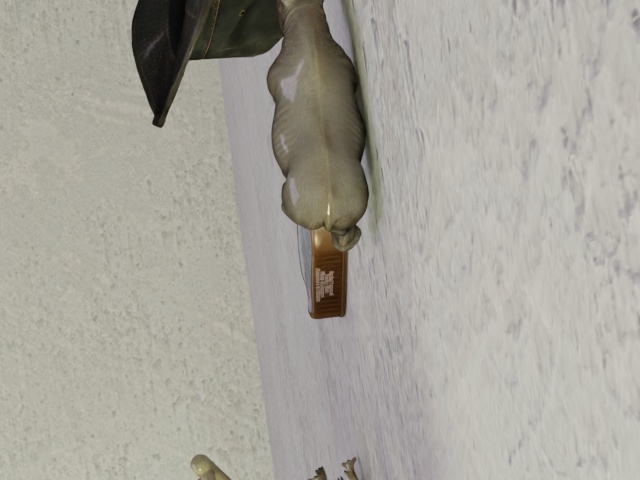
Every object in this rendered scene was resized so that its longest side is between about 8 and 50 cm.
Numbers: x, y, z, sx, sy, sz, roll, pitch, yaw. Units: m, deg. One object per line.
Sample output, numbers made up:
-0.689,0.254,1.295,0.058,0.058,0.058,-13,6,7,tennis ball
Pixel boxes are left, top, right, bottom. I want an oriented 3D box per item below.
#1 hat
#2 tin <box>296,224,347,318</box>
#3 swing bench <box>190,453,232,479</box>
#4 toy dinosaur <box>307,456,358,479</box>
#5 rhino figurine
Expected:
-0.091,-0.271,1.454,0.331,0.134,0.331,-174,90,-70,hat
0.000,0.000,1.399,0.190,0.040,0.106,90,175,-53,tin
-0.047,0.374,1.377,0.254,0.165,0.253,29,-155,-45,swing bench
0.030,0.272,1.460,0.183,0.053,0.093,149,97,-89,toy dinosaur
-0.006,-0.115,1.123,0.106,0.073,0.243,99,165,-83,rhino figurine
